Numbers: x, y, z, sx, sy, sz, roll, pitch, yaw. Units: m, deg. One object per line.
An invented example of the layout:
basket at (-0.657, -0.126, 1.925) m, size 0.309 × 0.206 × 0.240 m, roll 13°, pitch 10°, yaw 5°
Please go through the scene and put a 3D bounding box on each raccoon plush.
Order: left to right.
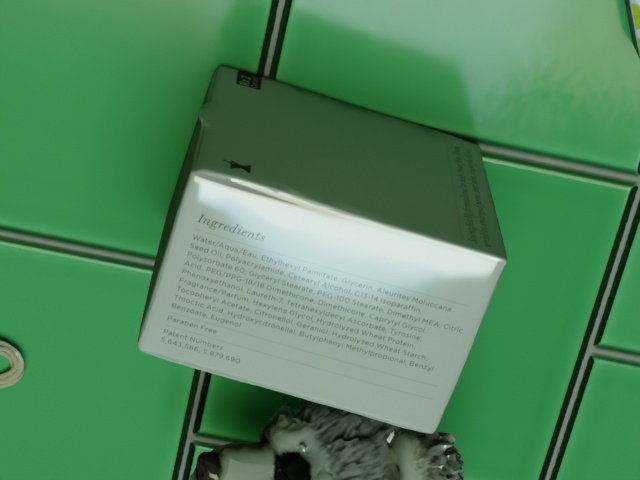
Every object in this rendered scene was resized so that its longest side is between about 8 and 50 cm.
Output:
raccoon plush at (0.066, 0.264, 1.116) m, size 0.446 × 0.216 × 0.299 m, roll 31°, pitch 98°, yaw -43°

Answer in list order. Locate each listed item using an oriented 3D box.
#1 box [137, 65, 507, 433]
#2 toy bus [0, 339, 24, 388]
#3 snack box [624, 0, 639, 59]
box at (0.000, 0.000, 0.953) m, size 0.182 × 0.181 × 0.119 m, roll 17°, pitch 114°, yaw -7°
toy bus at (-0.304, 0.053, 1.005) m, size 0.202 × 0.104 × 0.191 m, roll -3°, pitch 124°, yaw 2°
snack box at (0.248, -0.170, 0.954) m, size 0.141 × 0.037 × 0.100 m, roll -13°, pitch 115°, yaw 6°
